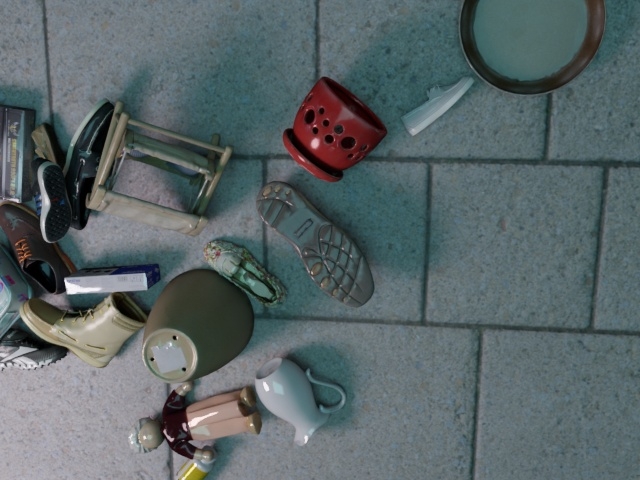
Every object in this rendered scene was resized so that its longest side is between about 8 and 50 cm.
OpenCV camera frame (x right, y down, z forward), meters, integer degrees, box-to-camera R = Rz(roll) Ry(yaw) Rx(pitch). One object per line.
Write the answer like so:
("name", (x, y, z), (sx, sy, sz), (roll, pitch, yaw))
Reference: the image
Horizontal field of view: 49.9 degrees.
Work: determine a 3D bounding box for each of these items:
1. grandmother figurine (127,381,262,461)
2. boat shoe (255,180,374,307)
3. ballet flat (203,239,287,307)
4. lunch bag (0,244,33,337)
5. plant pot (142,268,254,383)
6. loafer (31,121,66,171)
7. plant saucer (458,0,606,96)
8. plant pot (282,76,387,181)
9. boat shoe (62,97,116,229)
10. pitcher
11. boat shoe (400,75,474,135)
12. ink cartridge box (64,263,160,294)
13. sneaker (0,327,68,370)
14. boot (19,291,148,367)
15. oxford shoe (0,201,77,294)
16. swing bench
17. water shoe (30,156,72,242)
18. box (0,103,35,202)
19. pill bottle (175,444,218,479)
("grandmother figurine", (-0.330, 0.462, 1.751), (0.342, 0.104, 0.208), (-18, 69, 8))
("boat shoe", (0.000, 0.000, 1.608), (0.132, 0.130, 0.355), (-40, 89, 9))
("ballet flat", (-0.183, 0.079, 1.670), (0.240, 0.077, 0.091), (34, 96, -1))
("lunch bag", (-0.867, 0.158, 1.728), (0.279, 0.108, 0.224), (-44, 78, 13))
("plant pot", (-0.308, 0.224, 1.613), (0.256, 0.274, 0.257), (1, 102, 6))
("loafer", (-0.662, -0.212, 1.681), (0.050, 0.056, 0.148), (-19, 89, 11))
("plant saucer", (0.456, -0.473, 1.500), (0.310, 0.050, 0.311), (1, 101, 6))
("plant pot", (0.026, -0.239, 1.531), (0.191, 0.191, 0.174), (40, 112, -2))
("boat shoe", (-0.545, -0.169, 1.637), (0.113, 0.127, 0.340), (31, 105, -2))
("pitcher", (-0.049, 0.376, 1.703), (0.177, 0.125, 0.207), (-37, 106, -8))
("boat shoe", (0.261, -0.316, 1.551), (0.184, 0.066, 0.063), (-39, 96, 22))
("ink cartridge box", (-0.512, 0.095, 1.701), (0.206, 0.097, 0.046), (-4, 101, 7))
("sneaker", (-0.772, 0.278, 1.777), (0.234, 0.078, 0.106), (-7, 103, 10))
("boot", (-0.579, 0.183, 1.691), (0.262, 0.095, 0.203), (40, 114, -20))
("oxford shoe", (-0.714, 0.017, 1.705), (0.097, 0.098, 0.271), (-38, 96, 12))
("swing bench", (-0.368, -0.146, 1.557), (0.253, 0.165, 0.255), (16, 103, -25))
("water shoe", (-0.627, -0.095, 1.596), (0.080, 0.072, 0.203), (31, 124, 36))
("box", (-0.804, -0.219, 1.692), (0.182, 0.056, 0.231), (8, 102, 4))
("pill bottle", (-0.321, 0.592, 1.795), (0.065, 0.065, 0.116), (39, 104, -2))
